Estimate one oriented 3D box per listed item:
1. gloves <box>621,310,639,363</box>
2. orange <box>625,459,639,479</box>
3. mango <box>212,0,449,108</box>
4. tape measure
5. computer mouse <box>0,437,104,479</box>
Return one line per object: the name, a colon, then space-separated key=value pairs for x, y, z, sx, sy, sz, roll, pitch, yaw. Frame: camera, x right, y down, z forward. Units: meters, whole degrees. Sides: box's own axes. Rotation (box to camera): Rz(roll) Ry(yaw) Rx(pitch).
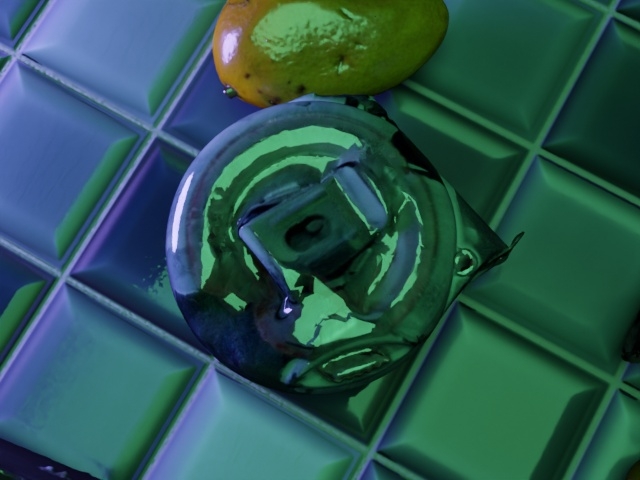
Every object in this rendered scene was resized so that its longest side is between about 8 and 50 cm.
gloves: x=0.393 y=0.149 z=0.782 sx=0.135 sy=0.210 sz=0.312 roll=-33 pitch=78 yaw=-30
orange: x=0.303 y=0.220 z=0.835 sx=0.085 sy=0.085 sz=0.084 roll=0 pitch=77 yaw=1
mango: x=0.009 y=-0.200 z=0.917 sx=0.228 sy=0.109 sz=0.147 roll=-14 pitch=75 yaw=-3
tape measure: x=0.000 y=0.000 z=0.853 sx=0.275 sy=0.147 sz=0.256 roll=-39 pitch=79 yaw=-9
computer mouse: x=-0.230 y=0.229 z=0.794 sx=0.295 sy=0.168 sz=0.087 roll=23 pitch=80 yaw=9
